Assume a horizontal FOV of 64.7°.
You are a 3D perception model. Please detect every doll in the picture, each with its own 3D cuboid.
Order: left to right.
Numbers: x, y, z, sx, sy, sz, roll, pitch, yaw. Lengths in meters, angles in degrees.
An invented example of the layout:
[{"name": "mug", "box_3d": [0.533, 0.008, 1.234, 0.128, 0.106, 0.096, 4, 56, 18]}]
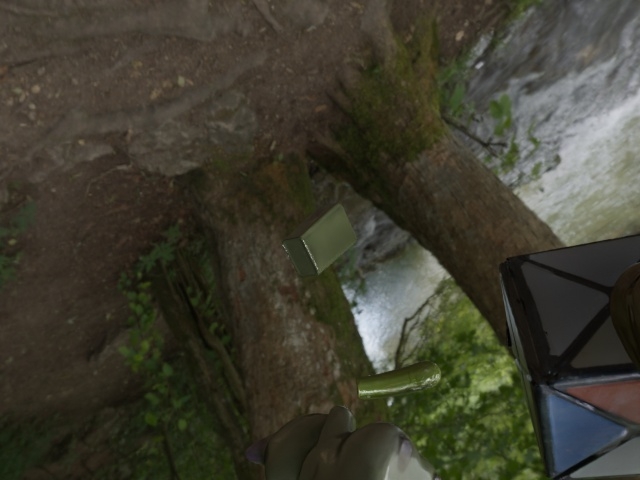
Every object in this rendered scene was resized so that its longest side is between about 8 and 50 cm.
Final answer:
[{"name": "doll", "box_3d": [0.049, 0.420, 0.897, 0.215, 0.370, 0.226, 41, 70, -28]}]

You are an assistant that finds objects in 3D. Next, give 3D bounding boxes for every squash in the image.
[{"name": "squash", "box_3d": [0.223, 0.401, 1.445, 0.250, 0.083, 0.083, -11, 149, -3]}]

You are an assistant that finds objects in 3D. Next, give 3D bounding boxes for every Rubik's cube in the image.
[{"name": "Rubik's cube", "box_3d": [0.503, 0.194, 0.884, 0.306, 0.310, 0.305, -13, 124, 14]}]

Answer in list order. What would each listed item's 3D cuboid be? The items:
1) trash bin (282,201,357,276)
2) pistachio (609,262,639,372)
[{"name": "trash bin", "box_3d": [0.000, 0.000, 0.643, 0.043, 0.061, 0.092, -12, -158, 39]}, {"name": "pistachio", "box_3d": [0.395, 0.116, 0.536, 0.129, 0.206, 0.131, -7, 162, -32]}]
